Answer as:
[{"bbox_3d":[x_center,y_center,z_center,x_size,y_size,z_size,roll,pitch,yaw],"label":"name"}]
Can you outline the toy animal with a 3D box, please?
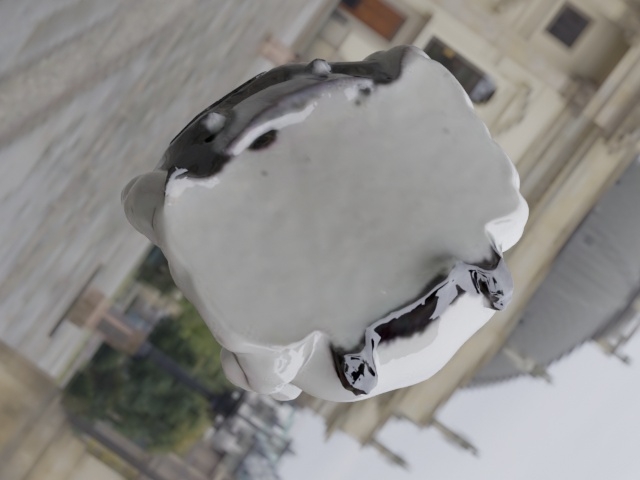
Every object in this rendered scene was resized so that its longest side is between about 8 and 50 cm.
[{"bbox_3d":[0.000,0.000,0.894,0.208,0.204,0.156,-31,171,-22],"label":"toy animal"}]
